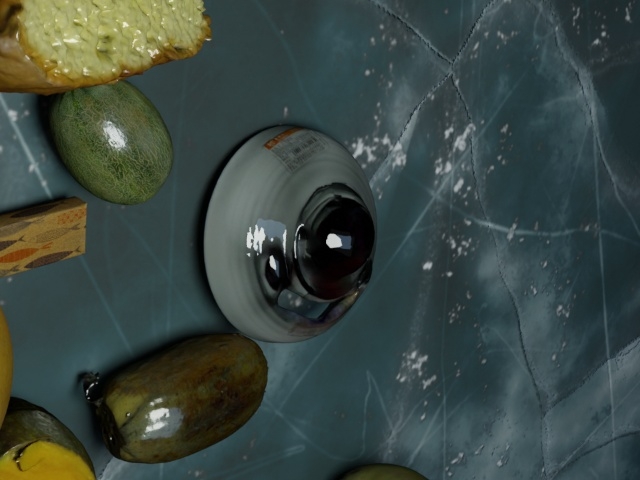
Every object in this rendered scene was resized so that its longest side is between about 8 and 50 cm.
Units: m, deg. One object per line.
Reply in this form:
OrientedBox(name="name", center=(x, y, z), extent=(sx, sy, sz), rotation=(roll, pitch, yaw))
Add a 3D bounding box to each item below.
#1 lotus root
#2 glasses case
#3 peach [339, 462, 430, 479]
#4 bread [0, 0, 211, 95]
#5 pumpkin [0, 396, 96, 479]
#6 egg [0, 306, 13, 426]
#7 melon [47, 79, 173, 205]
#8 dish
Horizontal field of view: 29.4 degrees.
OrientedBox(name="lotus root", center=(-0.157, 0.183, 1.440), extent=(0.241, 0.123, 0.124), rotation=(-21, 125, -38))
OrientedBox(name="glasses case", center=(-0.326, 0.001, 1.272), extent=(0.170, 0.041, 0.064), rotation=(-19, 128, -39))
OrientedBox(name="peach", center=(0.075, 0.461, 1.682), extent=(0.292, 0.247, 0.292), rotation=(-31, 126, -58))
OrientedBox(name="bread", center=(-0.254, -0.238, 1.144), extent=(0.340, 0.179, 0.194), rotation=(-34, 125, -61))
OrientedBox(name="pumpkin", center=(-0.381, 0.309, 1.268), extent=(0.317, 0.139, 0.222), rotation=(-55, 137, -10))
OrientedBox(name="egg", center=(-0.416, 0.146, 1.090), extent=(0.250, 0.250, 0.322), rotation=(25, 92, -45))
OrientedBox(name="melon", center=(-0.218, -0.103, 1.284), extent=(0.114, 0.114, 0.167), rotation=(-50, 134, -18))
OrientedBox(name="dish", center=(0.000, 0.000, 1.487), extent=(0.273, 0.134, 0.273), rotation=(-10, 104, -45))
